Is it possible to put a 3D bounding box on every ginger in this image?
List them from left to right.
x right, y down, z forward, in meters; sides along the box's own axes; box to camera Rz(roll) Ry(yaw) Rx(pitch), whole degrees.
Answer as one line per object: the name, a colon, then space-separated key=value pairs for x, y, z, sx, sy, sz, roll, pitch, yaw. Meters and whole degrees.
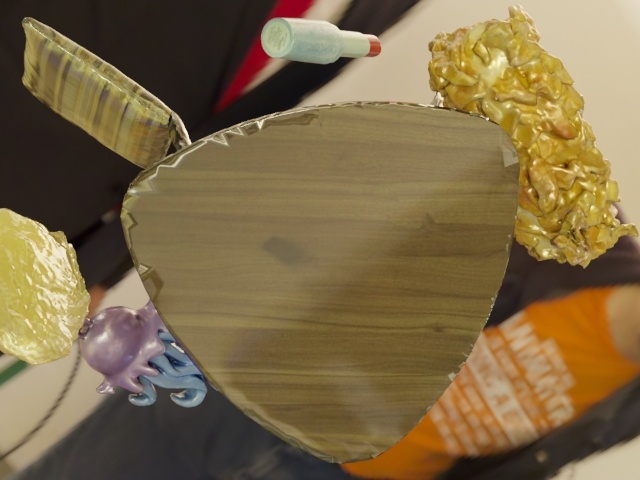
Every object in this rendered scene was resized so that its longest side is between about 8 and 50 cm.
ginger: x=-0.286 y=0.064 z=1.201 sx=0.115 sy=0.122 sz=0.193 roll=34 pitch=18 yaw=-34

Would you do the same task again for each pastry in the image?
pastry: x=0.184 y=-0.076 z=1.161 sx=0.250 sy=0.102 sz=0.154 roll=57 pitch=-7 yaw=-17

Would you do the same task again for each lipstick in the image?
lipstick: x=0.011 y=-0.301 z=2.074 sx=0.068 sy=0.061 sz=0.274 roll=48 pitch=27 yaw=20

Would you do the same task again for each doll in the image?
doll: x=-0.165 y=0.117 z=1.363 sx=0.206 sy=0.110 sz=0.067 roll=29 pitch=1 yaw=-39

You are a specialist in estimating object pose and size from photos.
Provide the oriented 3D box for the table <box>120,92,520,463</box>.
table: x=0.000 y=0.000 z=1.195 sx=0.317 sy=0.317 sz=0.249 roll=51 pitch=10 yaw=-19

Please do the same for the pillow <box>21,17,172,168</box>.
pillow: x=-0.266 y=-0.167 z=1.624 sx=0.212 sy=0.052 sz=0.208 roll=33 pitch=-17 yaw=-4
